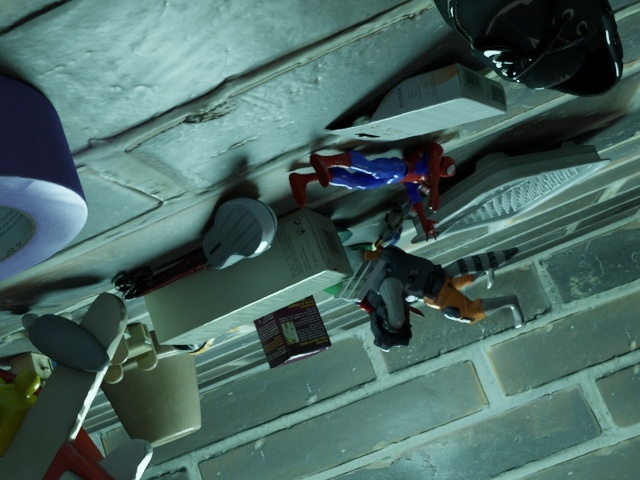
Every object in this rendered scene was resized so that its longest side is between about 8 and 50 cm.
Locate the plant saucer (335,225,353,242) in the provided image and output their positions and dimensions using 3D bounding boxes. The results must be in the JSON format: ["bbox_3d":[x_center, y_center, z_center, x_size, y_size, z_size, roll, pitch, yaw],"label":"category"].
[{"bbox_3d":[0.000,0.000,1.418,0.119,0.021,0.119,-21,168,-5],"label":"plant saucer"}]

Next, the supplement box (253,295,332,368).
[{"bbox_3d":[-0.069,0.138,1.501,0.104,0.188,0.081,-11,164,-39],"label":"supplement box"}]

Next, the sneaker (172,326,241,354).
[{"bbox_3d":[-0.253,0.176,1.645,0.083,0.084,0.215,13,143,-45],"label":"sneaker"}]

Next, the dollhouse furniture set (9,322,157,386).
[{"bbox_3d":[-0.437,0.263,1.489,0.242,0.161,0.212,-21,167,-2],"label":"dollhouse furniture set"}]

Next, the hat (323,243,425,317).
[{"bbox_3d":[0.069,0.121,1.663,0.209,0.183,0.173,-27,166,24],"label":"hat"}]

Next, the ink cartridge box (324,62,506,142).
[{"bbox_3d":[0.114,-0.159,0.939,0.179,0.045,0.145,-7,177,32],"label":"ink cartridge box"}]

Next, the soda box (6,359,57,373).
[{"bbox_3d":[-0.606,0.294,1.564,0.210,0.067,0.071,-13,165,-29],"label":"soda box"}]

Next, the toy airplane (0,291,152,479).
[{"bbox_3d":[-0.441,0.302,1.166,0.384,0.386,0.272,-27,140,26],"label":"toy airplane"}]

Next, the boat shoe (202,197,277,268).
[{"bbox_3d":[-0.100,-0.020,1.079,0.076,0.083,0.226,-28,-177,-27],"label":"boat shoe"}]

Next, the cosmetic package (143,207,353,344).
[{"bbox_3d":[-0.118,0.066,1.296,0.310,0.113,0.160,-24,167,13],"label":"cosmetic package"}]

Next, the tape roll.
[{"bbox_3d":[-0.331,-0.027,0.614,0.275,0.090,0.275,-20,168,-4],"label":"tape roll"}]

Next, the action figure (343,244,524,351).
[{"bbox_3d":[0.191,0.053,1.499,0.330,0.341,0.178,6,123,-8],"label":"action figure"}]

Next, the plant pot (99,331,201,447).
[{"bbox_3d":[-0.376,0.345,1.785,0.263,0.229,0.263,-21,166,-5],"label":"plant pot"}]

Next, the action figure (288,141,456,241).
[{"bbox_3d":[0.104,-0.062,1.083,0.280,0.139,0.091,-14,167,-39],"label":"action figure"}]

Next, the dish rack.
[{"bbox_3d":[0.339,-0.097,1.448,0.333,0.072,0.285,-12,164,-36],"label":"dish rack"}]

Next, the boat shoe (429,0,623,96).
[{"bbox_3d":[0.208,-0.194,0.730,0.127,0.113,0.340,-27,166,26],"label":"boat shoe"}]

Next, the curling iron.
[{"bbox_3d":[-0.194,0.033,1.209,0.274,0.035,0.068,-22,168,4],"label":"curling iron"}]

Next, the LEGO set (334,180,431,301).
[{"bbox_3d":[0.120,0.007,1.324,0.244,0.060,0.182,-58,-173,-9],"label":"LEGO set"}]
